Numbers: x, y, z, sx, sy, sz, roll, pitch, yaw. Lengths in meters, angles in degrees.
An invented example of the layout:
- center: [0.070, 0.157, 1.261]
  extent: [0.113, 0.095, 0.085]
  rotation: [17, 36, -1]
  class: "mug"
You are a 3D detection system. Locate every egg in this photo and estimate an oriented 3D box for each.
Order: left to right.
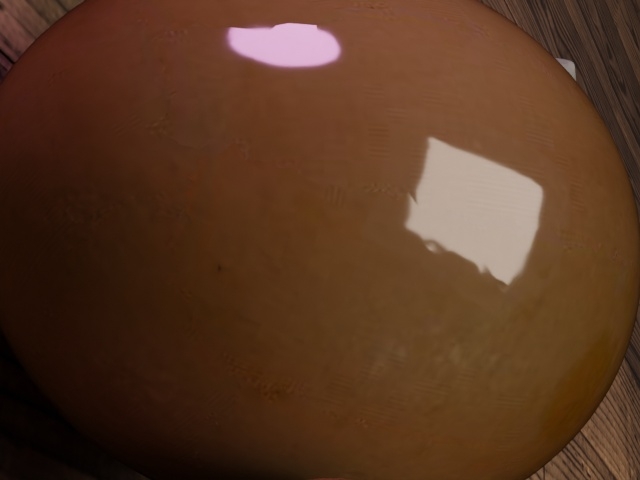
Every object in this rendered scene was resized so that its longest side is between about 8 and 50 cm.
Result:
- center: [0.000, 0.000, 0.683]
  extent: [0.374, 0.301, 0.301]
  rotation: [21, 60, -42]
  class: "egg"

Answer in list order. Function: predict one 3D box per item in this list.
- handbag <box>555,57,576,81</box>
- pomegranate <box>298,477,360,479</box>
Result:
- center: [0.189, -0.041, 1.356]
  extent: [0.171, 0.151, 0.298]
  rotation: [-16, 103, -62]
  class: "handbag"
- center: [0.003, 0.285, 0.482]
  extent: [0.411, 0.411, 0.411]
  rotation: [-9, 90, -66]
  class: "pomegranate"
